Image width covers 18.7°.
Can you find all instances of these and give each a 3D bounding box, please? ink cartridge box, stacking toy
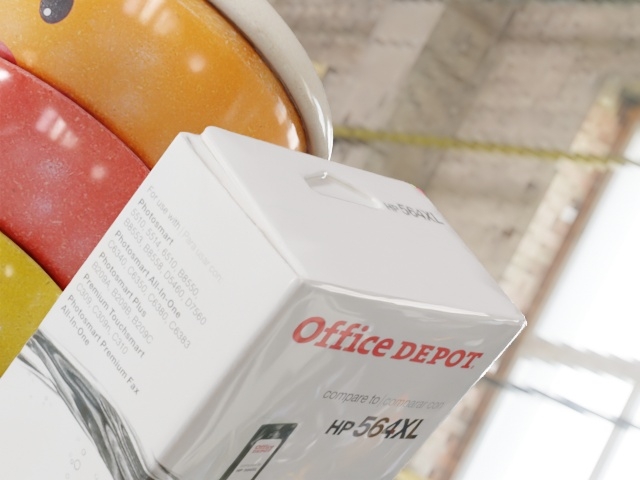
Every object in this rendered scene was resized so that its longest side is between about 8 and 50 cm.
[{"bbox_3d":[-0.041,0.069,0.747,0.148,0.203,0.086,11,33,-51],"label":"ink cartridge box"},{"bbox_3d":[-0.242,0.001,1.434,0.351,0.480,0.350,28,-24,14],"label":"stacking toy"}]

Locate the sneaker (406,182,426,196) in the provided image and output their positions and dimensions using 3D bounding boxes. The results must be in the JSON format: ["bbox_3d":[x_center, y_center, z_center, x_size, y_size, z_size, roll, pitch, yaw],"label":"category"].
[{"bbox_3d":[0.000,0.000,1.590,0.081,0.208,0.094,62,-25,-4],"label":"sneaker"}]
